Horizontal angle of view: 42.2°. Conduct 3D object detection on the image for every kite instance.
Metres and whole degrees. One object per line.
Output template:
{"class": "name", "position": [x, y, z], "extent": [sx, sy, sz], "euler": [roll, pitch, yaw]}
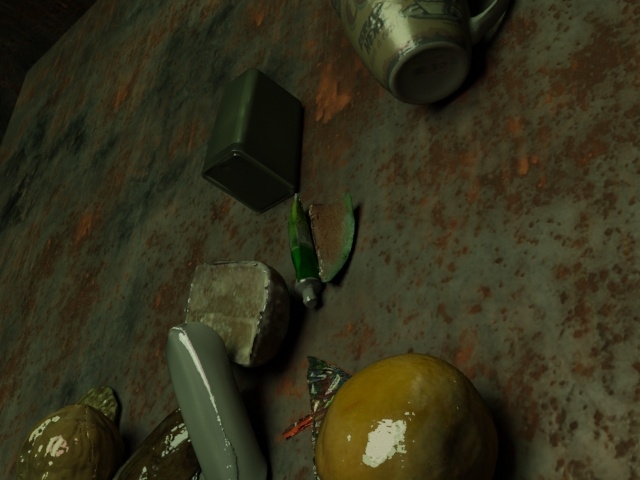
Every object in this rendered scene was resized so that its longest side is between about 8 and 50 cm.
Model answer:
{"class": "kite", "position": [0.005, 0.264, 1.271], "extent": [0.189, 0.009, 0.232], "euler": [-37, 40, 29]}

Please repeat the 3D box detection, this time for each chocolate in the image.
{"class": "chocolate", "position": [-0.148, 0.131, 1.482], "extent": [0.303, 0.101, 0.185], "euler": [-3, 77, 54]}

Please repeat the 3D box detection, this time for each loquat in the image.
{"class": "loquat", "position": [0.104, 0.249, 1.000], "extent": [0.238, 0.193, 0.238], "euler": [-24, 30, 15]}

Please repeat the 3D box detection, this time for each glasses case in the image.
{"class": "glasses case", "position": [-0.172, 0.289, 1.355], "extent": [0.128, 0.083, 0.308], "euler": [-45, 61, 51]}

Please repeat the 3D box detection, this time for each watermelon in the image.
{"class": "watermelon", "position": [0.009, 0.006, 1.423], "extent": [0.101, 0.080, 0.155], "euler": [-42, 52, 49]}

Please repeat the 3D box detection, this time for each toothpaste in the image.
{"class": "toothpaste", "position": [-0.034, 0.022, 1.475], "extent": [0.248, 0.047, 0.078], "euler": [-102, 19, -45]}

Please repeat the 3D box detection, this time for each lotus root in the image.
{"class": "lotus root", "position": [-0.295, 0.398, 1.491], "extent": [0.329, 0.078, 0.167], "euler": [-50, 37, 13]}

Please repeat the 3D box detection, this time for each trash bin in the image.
{"class": "trash bin", "position": [-0.131, -0.207, 1.672], "extent": [0.122, 0.164, 0.240], "euler": [-27, 44, 38]}

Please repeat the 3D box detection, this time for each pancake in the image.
{"class": "pancake", "position": [-0.504, 0.413, 1.785], "extent": [0.212, 0.029, 0.235], "euler": [-53, 35, 5]}

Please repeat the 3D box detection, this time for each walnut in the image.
{"class": "walnut", "position": [-0.482, 0.432, 1.597], "extent": [0.198, 0.198, 0.244], "euler": [19, 94, 55]}

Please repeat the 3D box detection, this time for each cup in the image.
{"class": "cup", "position": [0.190, -0.373, 1.398], "extent": [0.301, 0.227, 0.257], "euler": [-19, 58, 5]}
